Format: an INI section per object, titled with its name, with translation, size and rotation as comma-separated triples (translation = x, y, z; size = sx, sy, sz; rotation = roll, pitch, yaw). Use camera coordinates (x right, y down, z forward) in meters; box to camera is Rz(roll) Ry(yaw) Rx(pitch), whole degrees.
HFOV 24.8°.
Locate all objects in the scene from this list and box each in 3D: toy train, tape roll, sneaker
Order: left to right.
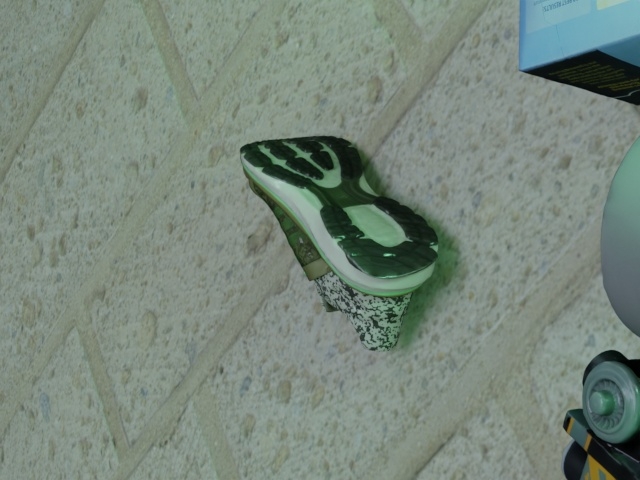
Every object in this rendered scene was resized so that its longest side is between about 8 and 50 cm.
[sneaker]
translation = 0.000, 0.000, 1.844
size = 0.410, 0.158, 0.182
rotation = -128, 39, -51
[toy train]
translation = 0.340, 0.238, 1.323
size = 0.334, 0.142, 0.190
rotation = 43, 126, 49
[tape roll]
translation = 0.348, -0.006, 1.283
size = 0.072, 0.219, 0.219
rotation = 14, 94, 55

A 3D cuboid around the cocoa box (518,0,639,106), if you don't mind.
[cocoa box]
translation = 0.372, -0.269, 1.299
size = 0.347, 0.228, 0.231
rotation = -11, 74, 53
